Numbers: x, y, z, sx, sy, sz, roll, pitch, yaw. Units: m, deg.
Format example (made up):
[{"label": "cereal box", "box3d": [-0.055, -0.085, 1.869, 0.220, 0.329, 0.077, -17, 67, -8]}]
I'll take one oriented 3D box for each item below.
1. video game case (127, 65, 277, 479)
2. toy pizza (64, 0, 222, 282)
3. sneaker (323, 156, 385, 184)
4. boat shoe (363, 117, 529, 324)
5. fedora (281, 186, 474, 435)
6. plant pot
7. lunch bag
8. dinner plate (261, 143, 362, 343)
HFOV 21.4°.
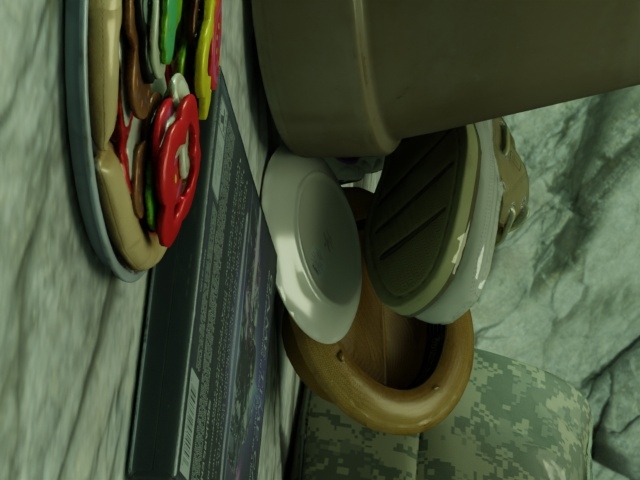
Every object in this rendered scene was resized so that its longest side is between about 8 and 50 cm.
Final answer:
[{"label": "video game case", "box3d": [-0.054, 0.055, 0.872, 0.274, 0.026, 0.196, 80, 14, -70]}, {"label": "toy pizza", "box3d": [-0.062, -0.083, 0.667, 0.201, 0.032, 0.201, 3, 90, -84]}, {"label": "sneaker", "box3d": [0.014, -0.083, 1.299, 0.170, 0.068, 0.071, -52, 138, -80]}, {"label": "boat shoe", "box3d": [0.102, -0.039, 1.230, 0.113, 0.103, 0.302, -40, -154, 30]}, {"label": "fedora", "box3d": [0.027, 0.059, 1.253, 0.079, 0.194, 0.194, -30, -137, 43]}, {"label": "plant pot", "box3d": [0.123, -0.211, 1.088, 0.323, 0.280, 0.323, 1, 90, -78]}, {"label": "lunch bag", "box3d": [0.106, 0.237, 1.415, 0.305, 0.256, 0.212, -79, 170, -51]}, {"label": "dinner plate", "box3d": [0.000, 0.000, 1.150, 0.141, 0.017, 0.141, 34, 50, -54]}]
